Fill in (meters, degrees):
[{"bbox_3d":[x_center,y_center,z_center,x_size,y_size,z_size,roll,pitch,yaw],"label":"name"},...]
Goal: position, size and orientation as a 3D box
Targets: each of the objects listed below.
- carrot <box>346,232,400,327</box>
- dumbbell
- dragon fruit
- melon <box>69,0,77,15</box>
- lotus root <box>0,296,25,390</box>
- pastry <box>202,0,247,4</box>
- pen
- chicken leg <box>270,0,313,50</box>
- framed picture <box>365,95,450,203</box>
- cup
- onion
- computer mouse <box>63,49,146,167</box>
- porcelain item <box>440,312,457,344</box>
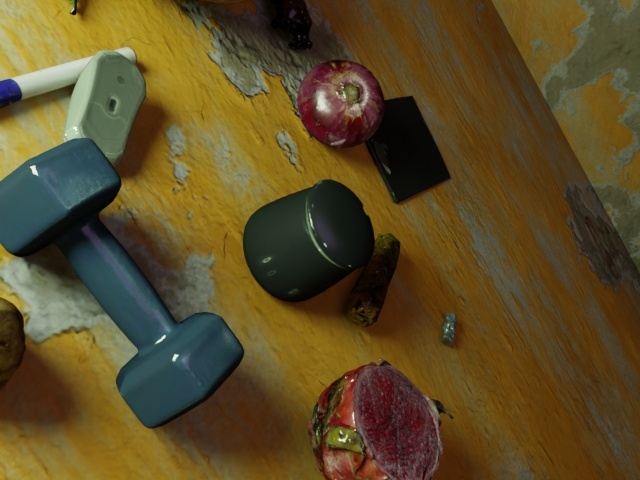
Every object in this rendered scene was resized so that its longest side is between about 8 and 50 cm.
[{"bbox_3d":[0.104,0.070,1.107,0.069,0.069,0.229,49,40,-18],"label":"carrot"},{"bbox_3d":[-0.232,0.051,0.670,0.325,0.160,0.144,56,11,-9],"label":"dumbbell"},{"bbox_3d":[0.082,0.306,0.905,0.282,0.147,0.211,6,56,-50],"label":"dragon fruit"},{"bbox_3d":[-0.417,-0.433,0.806,0.262,0.053,0.114,53,47,-14],"label":"melon"},{"bbox_3d":[-0.343,0.083,0.558,0.095,0.135,0.159,-41,115,-52],"label":"lotus root"},{"bbox_3d":[-0.233,-0.561,0.926,0.409,0.245,0.410,23,57,-40],"label":"pastry"},{"bbox_3d":[-0.346,-0.219,0.779,0.033,0.033,0.269,57,39,-9],"label":"pen"},{"bbox_3d":[-0.078,-0.502,1.221,0.105,0.063,0.234,-7,73,-55],"label":"chicken leg"},{"bbox_3d":[0.206,-0.235,1.435,0.323,0.013,0.244,-25,89,-51],"label":"framed picture"},{"bbox_3d":[0.000,0.000,0.939,0.223,0.176,0.169,5,63,-47],"label":"cup"},{"bbox_3d":[0.039,-0.270,1.158,0.177,0.153,0.177,5,82,-41],"label":"onion"},{"bbox_3d":[-0.296,-0.169,0.790,0.089,0.056,0.182,29,58,-40],"label":"computer mouse"},{"bbox_3d":[0.280,0.189,1.271,0.036,0.028,0.083,64,34,-27],"label":"porcelain item"}]
